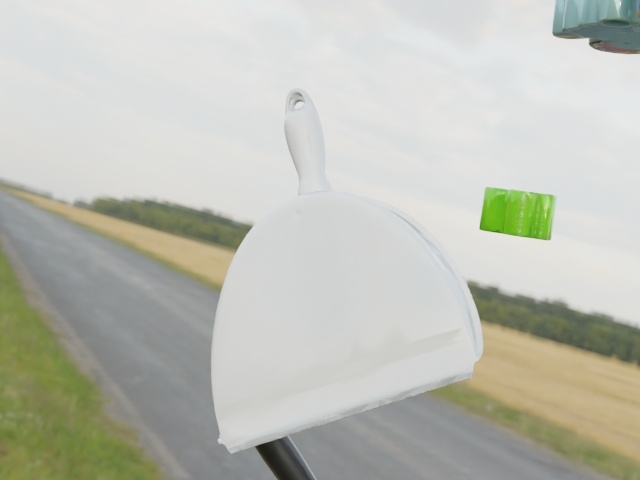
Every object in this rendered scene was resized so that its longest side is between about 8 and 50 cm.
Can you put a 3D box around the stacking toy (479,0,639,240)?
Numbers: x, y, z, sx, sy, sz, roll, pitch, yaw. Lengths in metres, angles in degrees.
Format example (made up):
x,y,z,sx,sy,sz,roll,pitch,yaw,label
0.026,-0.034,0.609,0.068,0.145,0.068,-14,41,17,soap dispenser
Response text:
x,y,z,sx,sy,sz,roll,pitch,yaw,label
0.123,-0.078,0.419,0.052,0.167,0.221,7,-1,-24,stacking toy

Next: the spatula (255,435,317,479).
x,y,z,sx,sy,sz,roll,pitch,yaw,label
0.014,0.240,0.989,0.084,0.296,0.030,-17,15,43,spatula

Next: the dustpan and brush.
x,y,z,sx,sy,sz,roll,pitch,yaw,label
0.000,0.000,0.724,0.147,0.211,0.060,-19,-22,14,dustpan and brush
